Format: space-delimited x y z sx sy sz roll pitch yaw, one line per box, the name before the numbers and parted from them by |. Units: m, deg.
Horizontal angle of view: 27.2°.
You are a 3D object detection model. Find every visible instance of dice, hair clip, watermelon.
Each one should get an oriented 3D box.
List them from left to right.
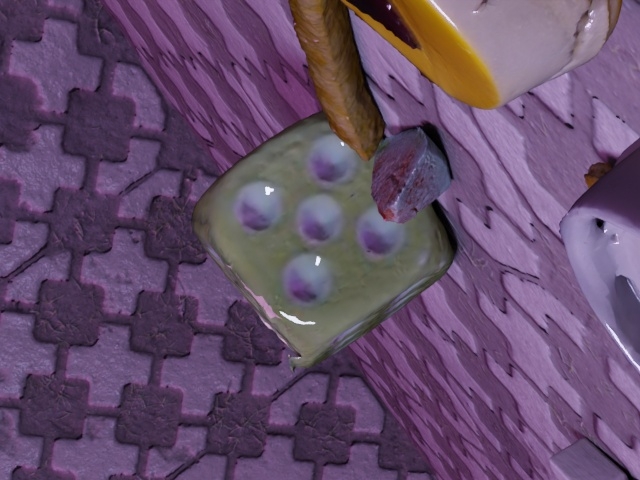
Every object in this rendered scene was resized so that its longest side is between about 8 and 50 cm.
dice | 0.000 0.000 1.681 0.250 0.254 0.252 54 174 10
watermelon | 0.094 -0.073 1.454 0.081 0.094 0.180 51 -172 -12
hair clip | 0.395 0.362 1.603 0.101 0.085 0.331 60 176 -32

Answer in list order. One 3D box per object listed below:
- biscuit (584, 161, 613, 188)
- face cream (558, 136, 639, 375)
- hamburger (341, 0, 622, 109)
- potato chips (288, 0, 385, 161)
biscuit | 0.282 0.016 0.956 0.131 0.026 0.237 55 171 -24
face cream | 0.227 -0.008 0.554 0.175 0.195 0.175 50 171 11
hamburger | 0.063 -0.212 0.804 0.295 0.151 0.227 43 174 28
potato chips | 0.012 -0.212 1.393 0.080 0.057 0.407 35 165 21
